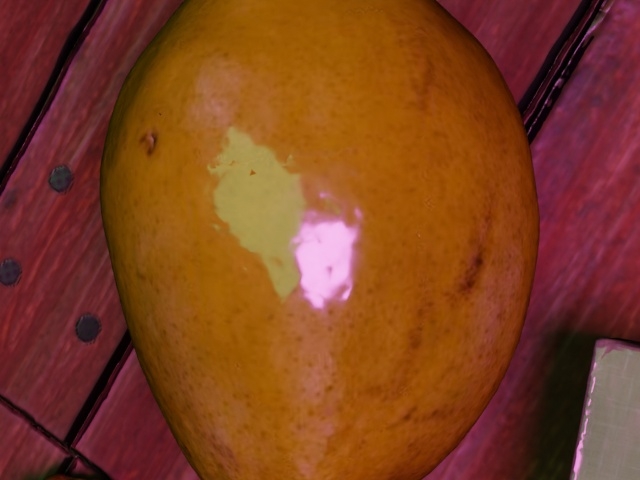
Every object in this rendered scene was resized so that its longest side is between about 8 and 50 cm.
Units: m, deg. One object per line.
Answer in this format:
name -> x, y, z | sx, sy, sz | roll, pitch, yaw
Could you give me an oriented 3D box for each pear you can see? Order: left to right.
pear -> 0.000, 0.000, 0.578 | 0.253, 0.253, 0.307 | -6, 84, 18

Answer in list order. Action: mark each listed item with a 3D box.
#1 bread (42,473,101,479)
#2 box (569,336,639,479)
bread -> -0.145, 0.229, 0.697 | 0.094, 0.083, 0.157 | -21, 76, 3
box -> 0.251, 0.147, 0.529 | 0.231, 0.149, 0.155 | 10, 87, 20
